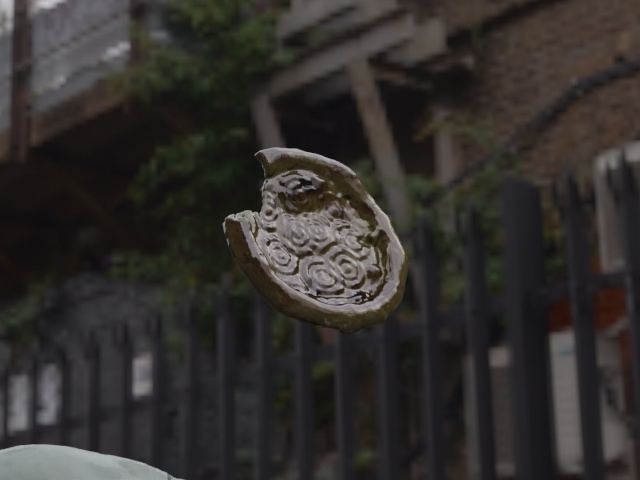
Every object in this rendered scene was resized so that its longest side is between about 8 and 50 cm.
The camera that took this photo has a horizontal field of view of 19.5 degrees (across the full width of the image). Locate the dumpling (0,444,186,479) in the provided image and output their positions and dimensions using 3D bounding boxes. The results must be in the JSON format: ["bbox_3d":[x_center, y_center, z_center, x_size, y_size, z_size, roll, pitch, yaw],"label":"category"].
[{"bbox_3d":[-0.168,0.198,1.090,0.219,0.153,0.108,-7,-15,-6],"label":"dumpling"}]

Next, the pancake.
[{"bbox_3d":[0.000,0.000,1.911,0.212,0.235,0.029,29,-47,-15],"label":"pancake"}]
